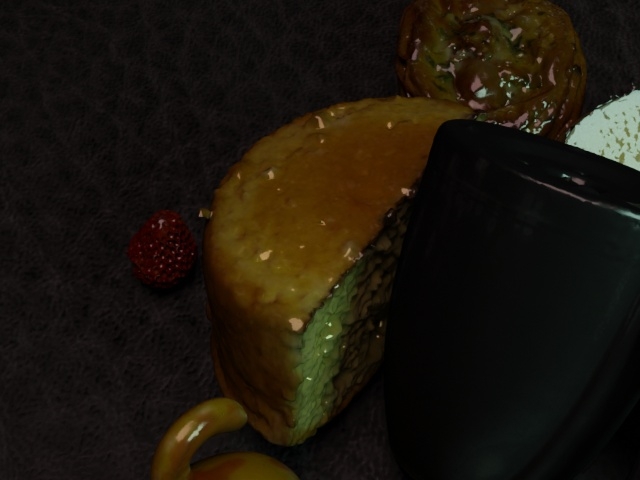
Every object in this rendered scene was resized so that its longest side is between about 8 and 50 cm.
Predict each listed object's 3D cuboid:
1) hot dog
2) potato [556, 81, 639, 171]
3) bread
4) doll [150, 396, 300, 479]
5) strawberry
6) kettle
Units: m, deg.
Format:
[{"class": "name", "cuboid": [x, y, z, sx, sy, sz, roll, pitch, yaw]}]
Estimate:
[{"class": "hot dog", "cuboid": [0.177, -0.185, 0.922, 0.196, 0.122, 0.272, 6, 57, 4]}, {"class": "potato", "cuboid": [0.314, -0.071, 0.841, 0.200, 0.081, 0.164, -12, 92, -8]}, {"class": "bread", "cuboid": [0.000, 0.000, 0.758, 0.179, 0.194, 0.340, 26, 57, 24]}, {"class": "doll", "cuboid": [-0.017, 0.259, 0.598, 0.270, 0.162, 0.166, 33, 64, 22]}, {"class": "strawberry", "cuboid": [-0.156, 0.003, 0.844, 0.073, 0.083, 0.073, -1, 46, 1]}, {"class": "kettle", "cuboid": [0.156, 0.088, 0.626, 0.207, 0.290, 0.268, 7, 20, -33]}]
